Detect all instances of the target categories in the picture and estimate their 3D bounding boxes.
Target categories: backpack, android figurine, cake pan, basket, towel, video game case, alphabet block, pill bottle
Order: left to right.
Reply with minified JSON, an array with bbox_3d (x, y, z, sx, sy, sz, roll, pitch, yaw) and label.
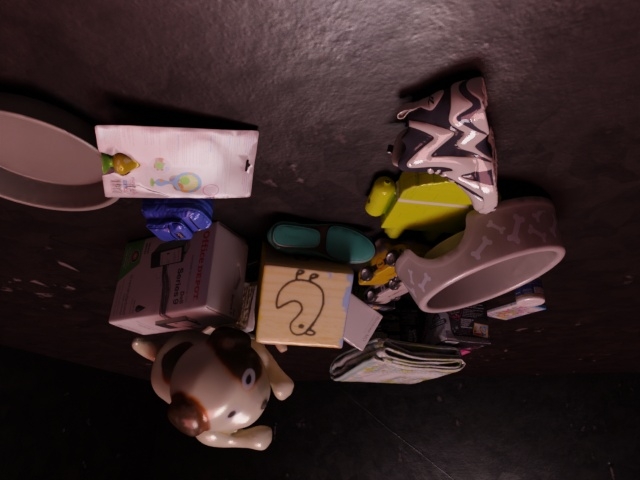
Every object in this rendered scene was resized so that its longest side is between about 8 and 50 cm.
[{"bbox_3d":[-0.480,-0.141,0.781,0.292,0.054,0.293,1,155,1],"label":"cake pan"},{"bbox_3d":[-0.271,-0.053,0.909,0.120,0.101,0.098,-5,161,6],"label":"backpack"},{"bbox_3d":[-0.246,0.169,1.305,0.103,0.168,0.113,28,145,-36],"label":"basket"},{"bbox_3d":[-0.047,0.121,1.086,0.196,0.193,0.193,5,-168,-10],"label":"alphabet block"},{"bbox_3d":[0.242,0.415,1.545,0.320,0.090,0.374,12,153,-19],"label":"towel"},{"bbox_3d":[0.215,-0.074,0.886,0.247,0.056,0.273,4,155,-5],"label":"android figurine"},{"bbox_3d":[0.653,0.236,1.576,0.119,0.015,0.166,15,151,-26],"label":"video game case"},{"bbox_3d":[0.516,0.100,1.165,0.066,0.120,0.067,1,155,1],"label":"pill bottle"}]

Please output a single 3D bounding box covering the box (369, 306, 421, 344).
[{"bbox_3d":[0.244,0.306,1.591,0.179,0.148,0.078,4,155,-6],"label":"box"}]

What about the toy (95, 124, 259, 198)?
[{"bbox_3d":[-0.229,-0.135,0.758,0.237,0.056,0.137,-5,137,-21],"label":"toy"}]

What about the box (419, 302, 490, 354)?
[{"bbox_3d":[0.431,0.300,1.576,0.163,0.142,0.247,8,153,-11],"label":"box"}]

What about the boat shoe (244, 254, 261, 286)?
[{"bbox_3d":[-0.258,0.065,1.213,0.232,0.084,0.079,2,118,14],"label":"boat shoe"}]

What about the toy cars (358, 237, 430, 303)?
[{"bbox_3d":[0.179,0.073,1.175,0.176,0.087,0.394,-13,158,4],"label":"toy cars"}]

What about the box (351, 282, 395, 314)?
[{"bbox_3d":[0.063,0.191,1.457,0.269,0.060,0.216,14,152,-25],"label":"box"}]

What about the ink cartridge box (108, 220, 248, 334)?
[{"bbox_3d":[-0.328,0.092,1.092,0.288,0.211,0.121,-12,150,24],"label":"ink cartridge box"}]

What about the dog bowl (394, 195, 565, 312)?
[{"bbox_3d":[0.334,0.046,0.970,0.348,0.102,0.349,-15,156,-7],"label":"dog bowl"}]

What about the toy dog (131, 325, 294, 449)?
[{"bbox_3d":[-0.247,0.317,1.104,0.395,0.285,0.408,43,158,-9],"label":"toy dog"}]

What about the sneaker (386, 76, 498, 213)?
[{"bbox_3d":[0.185,-0.127,0.714,0.152,0.094,0.235,-4,146,25],"label":"sneaker"}]

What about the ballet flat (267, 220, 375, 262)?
[{"bbox_3d":[0.000,0.000,1.051,0.247,0.083,0.087,9,178,-15],"label":"ballet flat"}]

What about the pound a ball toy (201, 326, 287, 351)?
[{"bbox_3d":[-0.310,0.404,1.889,0.208,0.136,0.319,-36,143,14],"label":"pound a ball toy"}]

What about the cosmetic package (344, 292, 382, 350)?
[{"bbox_3d":[0.046,0.190,1.279,0.231,0.117,0.085,35,169,-15],"label":"cosmetic package"}]
